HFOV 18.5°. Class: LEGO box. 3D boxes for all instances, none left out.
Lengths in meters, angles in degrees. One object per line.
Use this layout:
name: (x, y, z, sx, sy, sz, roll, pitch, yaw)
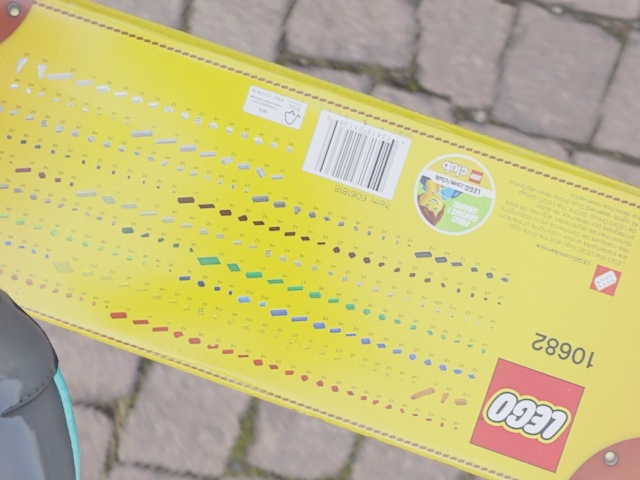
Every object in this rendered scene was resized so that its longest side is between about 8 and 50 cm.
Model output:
LEGO box: (0.000, 0.000, 1.307, 0.500, 0.372, 0.193, 19, 92, 4)

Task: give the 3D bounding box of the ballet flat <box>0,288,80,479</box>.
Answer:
ballet flat: (-0.191, 0.100, 0.550, 0.280, 0.095, 0.096, -22, 113, 16)
